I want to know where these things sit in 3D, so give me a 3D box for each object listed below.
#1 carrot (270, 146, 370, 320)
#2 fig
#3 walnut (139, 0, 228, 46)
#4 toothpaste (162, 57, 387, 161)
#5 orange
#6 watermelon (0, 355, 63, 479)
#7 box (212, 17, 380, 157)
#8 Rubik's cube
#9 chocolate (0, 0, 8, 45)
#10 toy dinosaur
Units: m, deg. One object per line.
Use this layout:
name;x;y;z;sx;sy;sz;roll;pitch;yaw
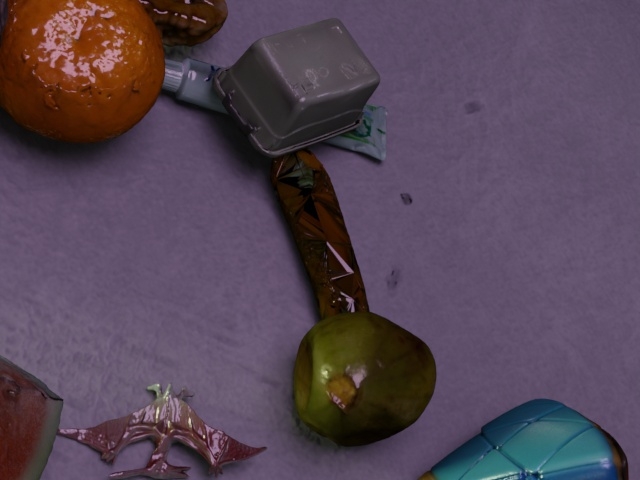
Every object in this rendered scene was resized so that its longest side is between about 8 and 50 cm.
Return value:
carrot;0.000;0.000;1.848;0.069;0.069;0.228;-9;70;-28
fig;0.036;0.145;1.733;0.154;0.166;0.144;21;91;19
walnut;-0.191;-0.272;1.884;0.170;0.069;0.143;22;23;-8
toothpaste;-0.054;-0.158;1.914;0.297;0.048;0.074;14;59;-21
orange;-0.262;-0.191;1.767;0.193;0.161;0.193;7;63;-13
watermelon;-0.373;0.178;1.528;0.256;0.176;0.260;13;82;-9
box;-0.019;-0.178;1.856;0.172;0.093;0.124;-24;73;-42
Rubik's cube;0.193;0.251;1.761;0.254;0.254;0.254;10;61;-19
chocolate;-0.418;-0.226;1.639;0.213;0.303;0.303;-8;68;-33
toy dinosaur;-0.162;0.197;1.689;0.220;0.032;0.108;7;65;-10
